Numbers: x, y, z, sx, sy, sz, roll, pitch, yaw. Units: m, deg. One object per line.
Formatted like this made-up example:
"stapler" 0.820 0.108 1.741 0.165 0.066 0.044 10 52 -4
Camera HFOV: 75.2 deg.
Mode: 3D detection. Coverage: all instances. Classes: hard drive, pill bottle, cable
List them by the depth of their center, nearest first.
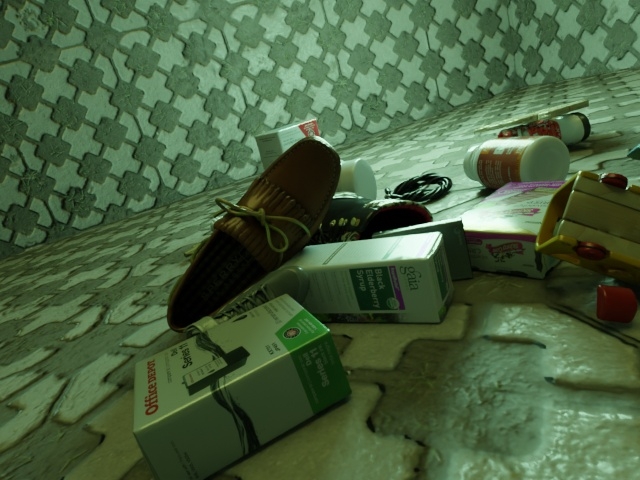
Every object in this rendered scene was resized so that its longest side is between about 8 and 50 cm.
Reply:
"hard drive" 0.157 0.022 0.640 0.135 0.094 0.022 -11 18 20
"pill bottle" 0.425 -0.171 0.932 0.121 0.121 0.216 -22 18 -13
"cable" 0.258 -0.137 1.113 0.185 0.047 0.150 -11 18 18
"pill bottle" 0.002 -0.141 1.173 0.283 0.161 0.161 -6 21 33

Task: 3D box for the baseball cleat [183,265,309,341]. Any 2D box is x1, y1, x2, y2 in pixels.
"baseball cleat" -0.106 0.109 0.576 0.206 0.072 0.109 -40 -14 13

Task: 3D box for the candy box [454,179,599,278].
"candy box" 0.328 -0.030 0.675 0.233 0.071 0.159 -30 22 -33

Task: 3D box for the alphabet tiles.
"alphabet tiles" 0.609 -0.357 1.213 0.278 0.021 0.284 -19 12 -17

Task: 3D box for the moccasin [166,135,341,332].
"moccasin" -0.111 -0.006 0.660 0.380 0.139 0.147 -43 2 8

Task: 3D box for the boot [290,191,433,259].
"boot" 0.000 0.000 0.806 0.378 0.138 0.284 -19 17 -25

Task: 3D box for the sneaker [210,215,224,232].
"sneaker" -0.292 -0.065 1.421 0.076 0.064 0.166 15 36 31

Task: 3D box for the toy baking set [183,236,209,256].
"toy baking set" -0.266 0.006 1.212 0.256 0.030 0.197 -24 22 -21

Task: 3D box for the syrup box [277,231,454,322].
"syrup box" 0.065 0.058 0.618 0.237 0.093 0.096 -6 20 32

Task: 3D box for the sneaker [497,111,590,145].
"sneaker" 0.622 -0.297 1.195 0.145 0.090 0.270 -19 14 -2

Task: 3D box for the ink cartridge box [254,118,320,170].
"ink cartridge box" -0.081 -0.247 1.403 0.114 0.272 0.197 4 27 41

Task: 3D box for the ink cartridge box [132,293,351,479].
"ink cartridge box" -0.095 0.158 0.474 0.209 0.086 0.153 -24 18 -18

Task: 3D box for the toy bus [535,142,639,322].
"toy bus" 0.364 0.000 0.484 0.191 0.202 0.104 -22 -15 2
